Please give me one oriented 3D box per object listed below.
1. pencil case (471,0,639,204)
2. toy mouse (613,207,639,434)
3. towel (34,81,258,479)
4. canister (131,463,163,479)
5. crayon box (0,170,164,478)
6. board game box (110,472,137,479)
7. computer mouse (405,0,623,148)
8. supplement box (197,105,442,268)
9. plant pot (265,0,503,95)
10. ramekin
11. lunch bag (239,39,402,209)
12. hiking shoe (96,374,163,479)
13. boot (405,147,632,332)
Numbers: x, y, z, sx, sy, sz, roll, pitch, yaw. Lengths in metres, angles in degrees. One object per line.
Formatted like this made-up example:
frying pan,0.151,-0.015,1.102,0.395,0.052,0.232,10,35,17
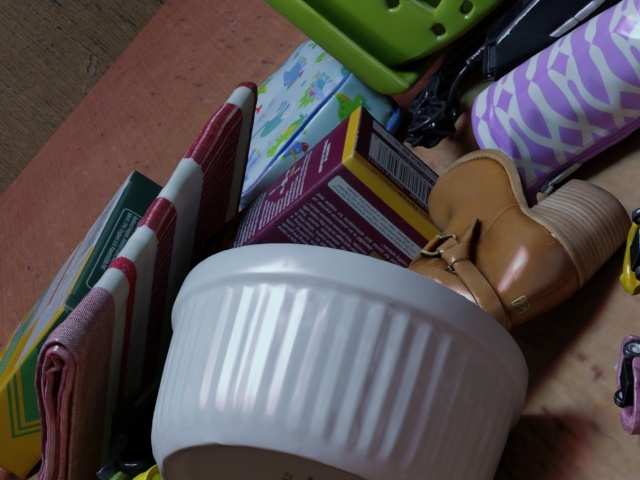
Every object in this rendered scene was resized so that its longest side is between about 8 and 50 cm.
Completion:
pencil case,0.190,-0.101,0.968,0.206,0.086,0.088,-34,59,43
toy mouse,0.169,0.056,0.730,0.161,0.031,0.143,91,-178,-56
towel,-0.138,0.048,1.179,0.237,0.037,0.329,104,-169,-45
canister,-0.147,0.252,1.045,0.170,0.073,0.126,-41,34,30
crayon box,-0.257,0.101,1.515,0.323,0.083,0.203,-46,17,41
board game box,-0.128,0.170,1.229,0.124,0.039,0.259,-42,23,18
computer mouse,0.172,-0.166,1.181,0.262,0.060,0.184,-46,7,9
supplement box,0.000,0.000,1.159,0.188,0.104,0.081,-39,21,28
plant pot,0.068,-0.271,1.283,0.207,0.228,0.227,-49,2,37
ramekin,0.004,0.101,0.824,0.207,0.207,0.109,-25,40,50
lunch bag,-0.019,-0.096,1.402,0.176,0.090,0.219,-48,19,3
hiking shoe,-0.059,0.106,1.074,0.227,0.086,0.114,-38,8,8
boot,0.083,0.012,0.942,0.152,0.073,0.197,-35,18,-19
